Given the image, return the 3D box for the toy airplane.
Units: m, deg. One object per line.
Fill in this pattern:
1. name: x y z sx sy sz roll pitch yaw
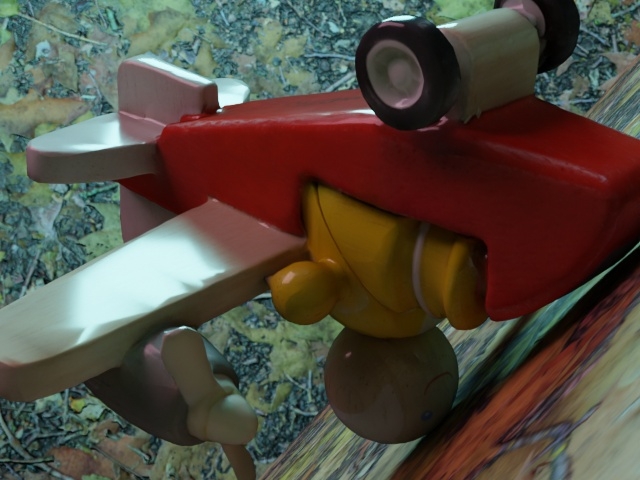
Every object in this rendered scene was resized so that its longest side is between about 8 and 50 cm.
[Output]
1. toy airplane: 0.000 0.000 0.944 0.386 0.272 0.384 -15 12 0
